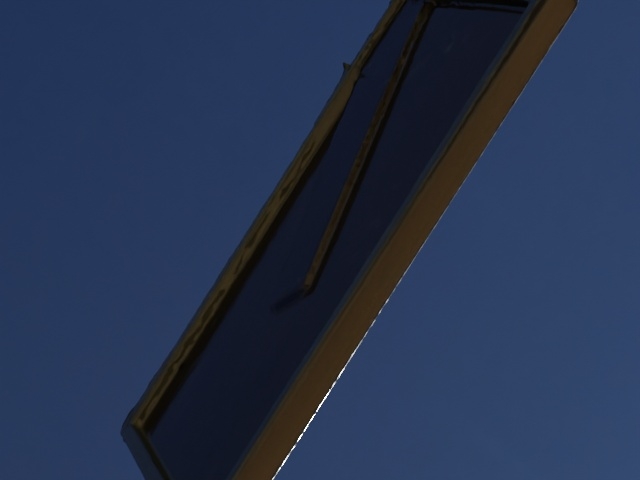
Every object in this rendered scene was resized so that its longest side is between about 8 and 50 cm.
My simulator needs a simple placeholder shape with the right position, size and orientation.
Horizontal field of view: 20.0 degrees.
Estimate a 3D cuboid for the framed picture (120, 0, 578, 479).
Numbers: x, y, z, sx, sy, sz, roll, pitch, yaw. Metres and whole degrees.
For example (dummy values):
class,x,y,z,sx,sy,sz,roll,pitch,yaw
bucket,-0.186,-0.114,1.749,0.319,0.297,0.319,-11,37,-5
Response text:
class,x,y,z,sx,sy,sz,roll,pitch,yaw
framed picture,0.000,0.000,0.929,0.024,0.232,0.315,32,-89,-17
